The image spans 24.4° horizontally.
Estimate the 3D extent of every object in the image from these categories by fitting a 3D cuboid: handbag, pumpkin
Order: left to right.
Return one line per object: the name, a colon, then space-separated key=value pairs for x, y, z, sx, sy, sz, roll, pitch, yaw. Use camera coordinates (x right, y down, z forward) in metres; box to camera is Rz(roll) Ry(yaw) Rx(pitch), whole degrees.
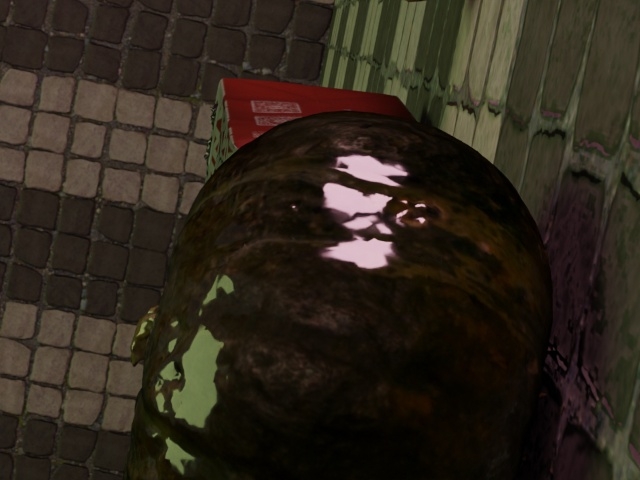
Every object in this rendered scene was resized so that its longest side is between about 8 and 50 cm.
handbag: x=0.000 y=0.000 z=0.993 sx=0.298 sy=0.151 sz=0.171 roll=-112 pitch=28 yaw=-71
pumpkin: x=0.003 y=0.057 z=0.563 sx=0.224 sy=0.157 sz=0.223 roll=16 pitch=-90 yaw=-84
